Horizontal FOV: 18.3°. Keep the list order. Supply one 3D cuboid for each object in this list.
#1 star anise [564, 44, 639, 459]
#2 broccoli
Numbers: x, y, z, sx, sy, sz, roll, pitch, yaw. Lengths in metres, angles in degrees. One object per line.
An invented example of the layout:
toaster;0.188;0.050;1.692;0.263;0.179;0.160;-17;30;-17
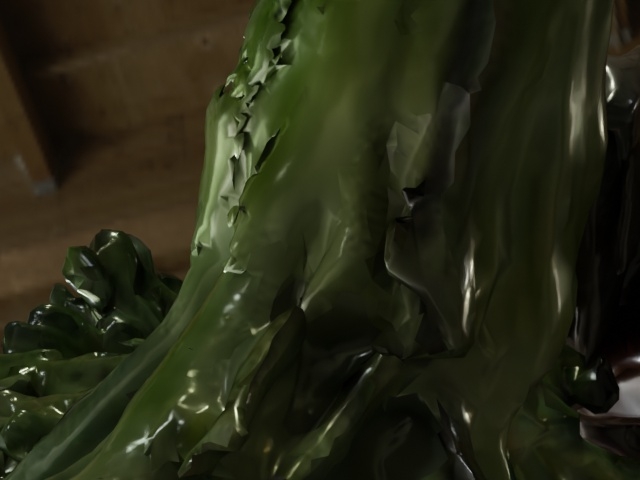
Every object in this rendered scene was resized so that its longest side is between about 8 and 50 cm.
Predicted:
star anise;0.072;0.017;0.542;0.212;0.129;0.283;9;-18;17
broccoli;-0.012;0.012;0.357;0.177;0.198;0.275;26;-47;30
